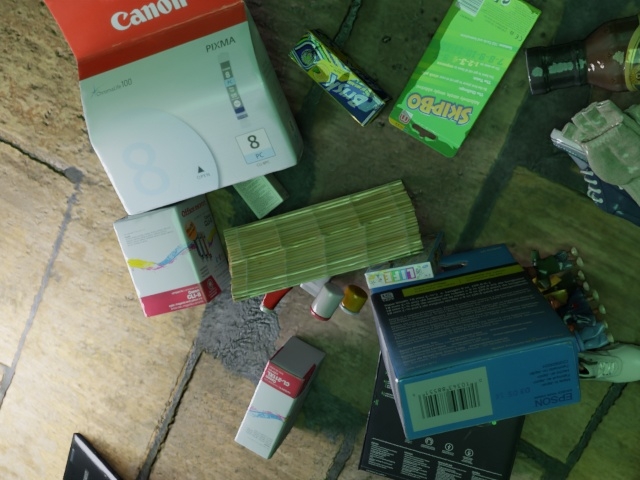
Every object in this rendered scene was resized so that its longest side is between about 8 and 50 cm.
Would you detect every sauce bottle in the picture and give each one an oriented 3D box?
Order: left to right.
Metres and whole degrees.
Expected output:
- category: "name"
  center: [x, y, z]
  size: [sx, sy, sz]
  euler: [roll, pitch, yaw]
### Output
- category: "sauce bottle"
  center: [0.469, -0.268, 1.244]
  size: [0.344, 0.111, 0.111]
  euler: [-9, 102, 19]

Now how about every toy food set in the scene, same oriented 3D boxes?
- category: "toy food set"
  center: [-0.045, 0.078, 1.488]
  size: [0.232, 0.111, 0.104]
  euler: [34, 113, 7]

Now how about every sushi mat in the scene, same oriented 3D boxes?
- category: "sushi mat"
  center: [0.000, 0.000, 1.413]
  size: [0.317, 0.151, 0.019]
  euler: [-15, 139, 6]

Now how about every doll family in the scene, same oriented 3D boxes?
- category: "doll family"
  center: [0.374, 0.107, 1.373]
  size: [0.111, 0.076, 0.193]
  euler: [-20, 63, 2]

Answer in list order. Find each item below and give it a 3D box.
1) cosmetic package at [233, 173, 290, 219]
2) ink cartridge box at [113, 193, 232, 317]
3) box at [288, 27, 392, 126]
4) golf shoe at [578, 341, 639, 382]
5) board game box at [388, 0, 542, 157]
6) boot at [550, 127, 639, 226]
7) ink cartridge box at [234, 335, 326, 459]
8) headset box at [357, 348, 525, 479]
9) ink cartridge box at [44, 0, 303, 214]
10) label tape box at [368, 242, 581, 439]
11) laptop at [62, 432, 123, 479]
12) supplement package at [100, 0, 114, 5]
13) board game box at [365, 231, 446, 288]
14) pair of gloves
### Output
- category: "cosmetic package"
  center: [-0.112, -0.100, 1.496]
  size: [0.060, 0.041, 0.115]
  euler: [-35, 93, 21]
- category: "ink cartridge box"
  center: [-0.252, 0.021, 1.523]
  size: [0.127, 0.128, 0.176]
  euler: [-14, 101, 19]
- category: "box"
  center: [0.033, -0.260, 1.400]
  size: [0.169, 0.059, 0.054]
  euler: [43, 114, 2]
- category: "golf shoe"
  center: [0.441, 0.202, 1.394]
  size: [0.176, 0.086, 0.069]
  euler: [1, 103, 15]
- category: "board game box"
  center: [0.218, -0.266, 1.357]
  size: [0.124, 0.039, 0.259]
  euler: [32, 108, 7]
- category: "boot"
  center: [0.421, -0.095, 1.325]
  size: [0.190, 0.069, 0.086]
  euler: [27, 108, 6]
- category: "ink cartridge box"
  center: [-0.070, 0.274, 1.540]
  size: [0.072, 0.127, 0.175]
  euler: [27, 110, 9]
- category: "headset box"
  center: [0.213, 0.261, 1.452]
  size: [0.246, 0.131, 0.283]
  euler: [12, 108, 13]
- category: "ink cartridge box"
  center: [-0.237, -0.254, 1.367]
  size: [0.308, 0.091, 0.385]
  euler: [-15, 117, 17]
- category: "label tape box"
  center: [0.209, 0.135, 1.292]
  size: [0.241, 0.333, 0.105]
  euler: [-12, 111, 1]
- category: "laptop"
  center: [-0.334, 0.632, 1.776]
  size: [0.408, 0.236, 0.382]
  euler: [32, 114, 36]
- category: "supplement package"
  center: [-0.248, -0.486, 1.380]
  size: [0.244, 0.134, 0.139]
  euler: [-24, 97, 21]
- category: "board game box"
  center: [0.138, 0.029, 1.397]
  size: [0.103, 0.154, 0.026]
  euler: [-11, 104, 19]
- category: "pair of gloves"
  center: [0.485, -0.166, 1.226]
  size: [0.204, 0.042, 0.240]
  euler: [36, 123, -12]
